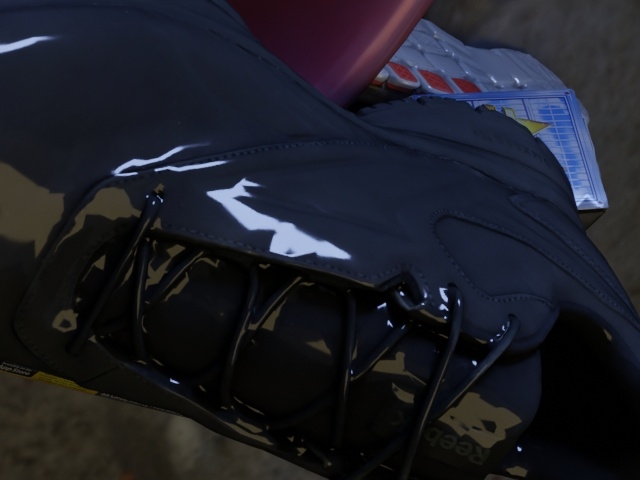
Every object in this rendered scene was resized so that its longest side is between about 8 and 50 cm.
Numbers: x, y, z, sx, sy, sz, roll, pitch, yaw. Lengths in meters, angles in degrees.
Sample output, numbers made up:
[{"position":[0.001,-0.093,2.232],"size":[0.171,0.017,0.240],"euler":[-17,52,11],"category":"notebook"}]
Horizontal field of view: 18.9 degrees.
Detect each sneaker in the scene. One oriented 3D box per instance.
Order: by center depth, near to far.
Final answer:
[{"position":[-0.008,0.009,0.511],"size":[0.286,0.130,0.109],"euler":[9,122,-38],"category":"sneaker"},{"position":[0.042,-0.048,0.770],"size":[0.158,0.061,0.065],"euler":[14,124,-40],"category":"sneaker"}]

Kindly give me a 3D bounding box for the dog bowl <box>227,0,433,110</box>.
[{"position":[-0.117,-0.147,0.508],"size":[0.408,0.150,0.408],"euler":[-18,134,-20],"category":"dog bowl"}]

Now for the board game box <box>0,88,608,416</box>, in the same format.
[{"position":[0.000,0.000,0.730],"size":[0.194,0.060,0.194],"euler":[19,136,-40],"category":"board game box"}]
